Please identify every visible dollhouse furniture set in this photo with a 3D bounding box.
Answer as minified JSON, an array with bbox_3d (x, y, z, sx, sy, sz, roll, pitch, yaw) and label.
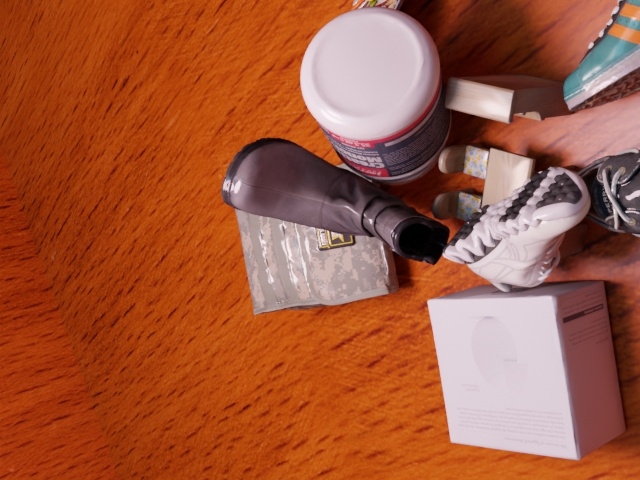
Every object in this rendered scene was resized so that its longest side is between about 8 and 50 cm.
[{"bbox_3d":[0.256,-0.104,1.183,0.212,0.161,0.242,24,116,43],"label":"dollhouse furniture set"}]

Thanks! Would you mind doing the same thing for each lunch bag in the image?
[{"bbox_3d":[0.000,0.000,1.500,0.287,0.169,0.235,-14,85,42],"label":"lunch bag"}]

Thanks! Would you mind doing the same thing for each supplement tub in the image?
[{"bbox_3d":[0.091,-0.200,1.232,0.191,0.272,0.191,-3,75,13],"label":"supplement tub"}]

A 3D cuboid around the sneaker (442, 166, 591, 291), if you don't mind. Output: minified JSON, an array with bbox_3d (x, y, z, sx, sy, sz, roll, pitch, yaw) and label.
[{"bbox_3d":[0.269,-0.005,1.076,0.118,0.110,0.292,44,162,-1],"label":"sneaker"}]

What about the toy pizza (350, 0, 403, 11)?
[{"bbox_3d":[0.073,-0.363,1.340,0.201,0.032,0.201,-49,25,32],"label":"toy pizza"}]

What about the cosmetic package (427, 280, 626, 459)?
[{"bbox_3d":[0.298,0.181,1.223,0.224,0.138,0.224,-6,94,49],"label":"cosmetic package"}]

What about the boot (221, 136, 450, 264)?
[{"bbox_3d":[0.039,-0.050,1.215,0.223,0.338,0.118,30,108,36],"label":"boot"}]

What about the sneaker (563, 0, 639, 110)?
[{"bbox_3d":[0.409,-0.279,1.019,0.302,0.108,0.121,-39,69,37],"label":"sneaker"}]

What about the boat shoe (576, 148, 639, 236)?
[{"bbox_3d":[0.372,-0.047,0.961,0.335,0.119,0.121,44,-143,-88],"label":"boat shoe"}]
